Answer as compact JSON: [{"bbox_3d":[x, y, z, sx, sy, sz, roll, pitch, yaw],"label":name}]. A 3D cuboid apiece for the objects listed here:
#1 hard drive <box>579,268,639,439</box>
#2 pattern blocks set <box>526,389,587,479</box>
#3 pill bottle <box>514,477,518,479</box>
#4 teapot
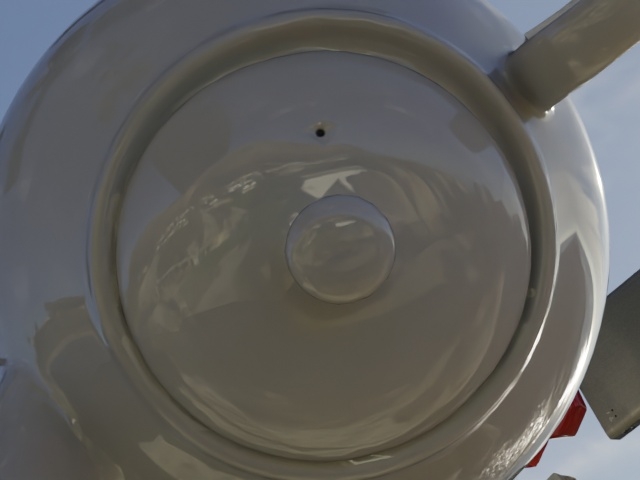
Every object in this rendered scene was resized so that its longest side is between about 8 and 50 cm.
[{"bbox_3d":[0.250,0.075,1.400,0.135,0.094,0.022,-43,-31,27],"label":"hard drive"},{"bbox_3d":[0.160,0.254,1.215,0.026,0.325,0.285,16,-73,-39],"label":"pattern blocks set"},{"bbox_3d":[0.100,0.276,1.740,0.204,0.361,0.204,-21,24,10],"label":"pill bottle"},{"bbox_3d":[0.000,0.000,0.644,0.253,0.256,0.187,8,-4,-8],"label":"teapot"}]
